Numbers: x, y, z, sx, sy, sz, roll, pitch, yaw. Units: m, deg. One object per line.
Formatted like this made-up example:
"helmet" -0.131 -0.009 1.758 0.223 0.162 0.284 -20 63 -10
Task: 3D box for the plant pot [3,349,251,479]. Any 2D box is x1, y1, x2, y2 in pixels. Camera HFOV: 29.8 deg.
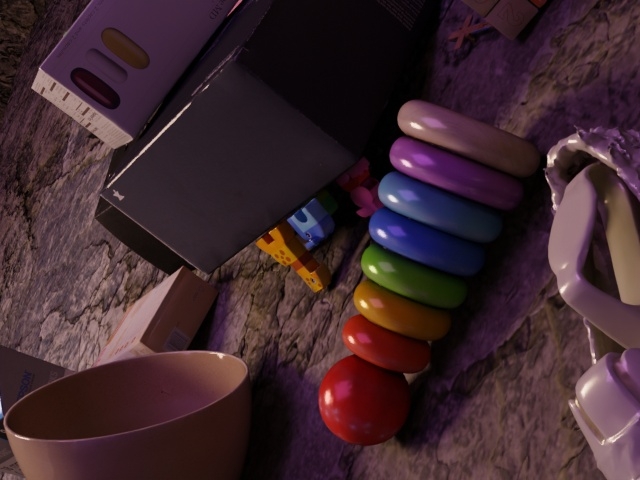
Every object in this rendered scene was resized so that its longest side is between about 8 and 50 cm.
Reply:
"plant pot" -0.207 0.264 1.402 0.284 0.284 0.191 -162 60 -65

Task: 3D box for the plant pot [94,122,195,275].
"plant pot" -0.230 -0.072 1.808 0.187 0.167 0.188 -25 48 56

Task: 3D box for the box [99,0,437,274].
"box" -0.063 -0.175 1.463 0.343 0.179 0.312 -35 21 48

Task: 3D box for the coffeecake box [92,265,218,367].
"coffeecake box" -0.243 0.136 1.725 0.185 0.068 0.142 -33 24 50

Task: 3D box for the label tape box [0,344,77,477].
"label tape box" -0.429 0.252 1.716 0.241 0.334 0.106 -33 40 50

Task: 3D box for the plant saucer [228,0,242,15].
"plant saucer" -0.156 -0.385 1.799 0.084 0.332 0.332 -45 17 -22

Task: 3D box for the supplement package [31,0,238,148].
"supplement package" -0.235 -0.268 1.567 0.262 0.145 0.204 -55 14 -9

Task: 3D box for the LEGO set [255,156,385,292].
"LEGO set" 0.000 0.000 1.403 0.087 0.093 0.227 -44 6 -32

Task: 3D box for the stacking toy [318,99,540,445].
"stacking toy" 0.085 0.041 1.140 0.330 0.141 0.141 -69 25 5

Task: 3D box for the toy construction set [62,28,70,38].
"toy construction set" -0.242 -0.357 2.064 0.309 0.257 0.237 -45 13 -2

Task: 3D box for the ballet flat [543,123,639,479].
"ballet flat" 0.221 0.077 0.827 0.147 0.147 0.409 -45 33 38

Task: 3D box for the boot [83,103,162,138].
"boot" -0.224 -0.200 1.856 0.338 0.223 0.118 -10 68 62

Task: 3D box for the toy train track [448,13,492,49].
"toy train track" 0.174 -0.231 1.330 0.083 0.014 0.048 -8 54 55

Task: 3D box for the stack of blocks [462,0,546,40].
"stack of blocks" 0.096 -0.346 1.236 0.087 0.297 0.171 -50 27 15
